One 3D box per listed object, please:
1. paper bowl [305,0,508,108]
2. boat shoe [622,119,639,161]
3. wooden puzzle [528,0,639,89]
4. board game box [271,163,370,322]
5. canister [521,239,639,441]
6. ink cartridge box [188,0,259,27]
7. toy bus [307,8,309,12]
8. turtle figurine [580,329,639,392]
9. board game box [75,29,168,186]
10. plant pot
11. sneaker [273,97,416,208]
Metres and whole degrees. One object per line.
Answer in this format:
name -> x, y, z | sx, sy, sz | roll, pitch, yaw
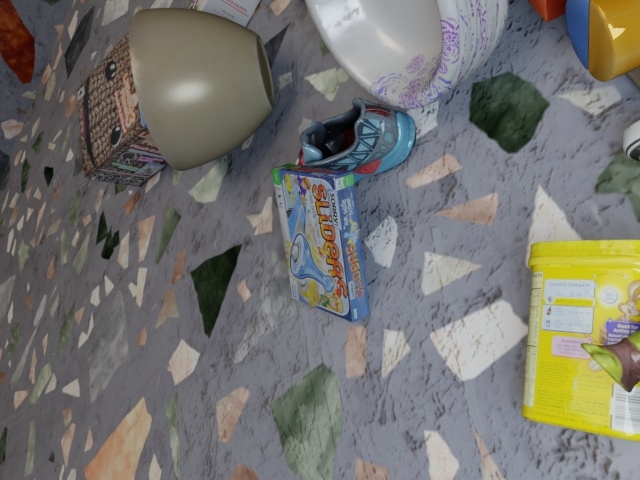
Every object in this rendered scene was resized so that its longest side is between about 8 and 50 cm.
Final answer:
paper bowl -> 0.107, -0.322, 0.729 | 0.148, 0.284, 0.284 | -38, 39, -17
boat shoe -> 0.365, -0.075, 0.488 | 0.219, 0.077, 0.070 | 1, 76, 46
wooden puzzle -> 0.238, -0.290, 0.525 | 0.080, 0.322, 0.348 | -28, 54, 5
board game box -> 0.000, 0.000, 0.810 | 0.136, 0.035, 0.201 | 14, 119, 49
canister -> 0.255, 0.090, 0.551 | 0.126, 0.073, 0.170 | -2, 76, 46
ink cartridge box -> -0.212, -0.470, 1.231 | 0.181, 0.104, 0.062 | -54, 45, 18
toy bus -> 0.026, -0.435, 0.884 | 0.220, 0.211, 0.150 | -26, 60, 40
turtle figurine -> 0.310, 0.038, 0.444 | 0.217, 0.087, 0.269 | -46, 50, 9
board game box -> -0.409, -0.289, 1.320 | 0.291, 0.141, 0.232 | -26, 69, 39
plant pot -> -0.188, -0.281, 1.051 | 0.190, 0.284, 0.284 | -10, 64, 5
sneaker -> 0.004, -0.127, 0.858 | 0.261, 0.125, 0.104 | -32, 54, 35
